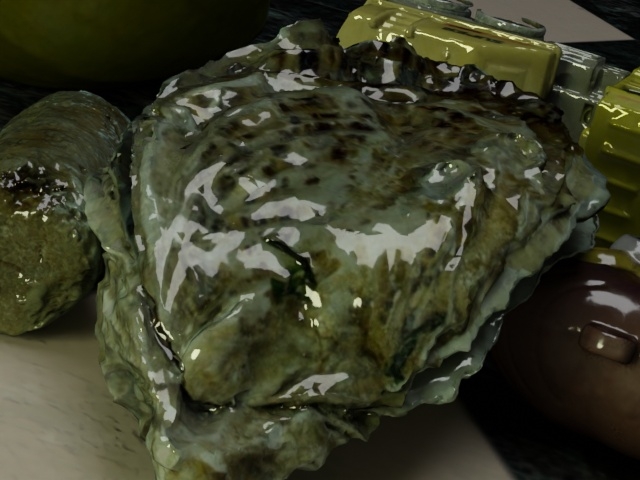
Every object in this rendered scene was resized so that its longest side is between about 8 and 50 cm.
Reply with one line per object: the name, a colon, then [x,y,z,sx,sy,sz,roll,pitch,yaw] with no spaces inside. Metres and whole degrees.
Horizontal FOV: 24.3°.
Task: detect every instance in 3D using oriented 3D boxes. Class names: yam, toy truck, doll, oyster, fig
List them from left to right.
yam: [-0.124,-0.019,0.679,0.078,0.078,0.179,14,18,-1]
fig: [-0.142,-0.197,0.955,0.271,0.239,0.239,32,7,-35]
oyster: [0.000,0.000,0.608,0.267,0.112,0.198,-22,43,-35]
toy truck: [0.122,-0.065,0.906,0.272,0.124,0.157,21,20,18]
doll: [0.143,0.041,0.684,0.145,0.096,0.188,22,9,-1]
